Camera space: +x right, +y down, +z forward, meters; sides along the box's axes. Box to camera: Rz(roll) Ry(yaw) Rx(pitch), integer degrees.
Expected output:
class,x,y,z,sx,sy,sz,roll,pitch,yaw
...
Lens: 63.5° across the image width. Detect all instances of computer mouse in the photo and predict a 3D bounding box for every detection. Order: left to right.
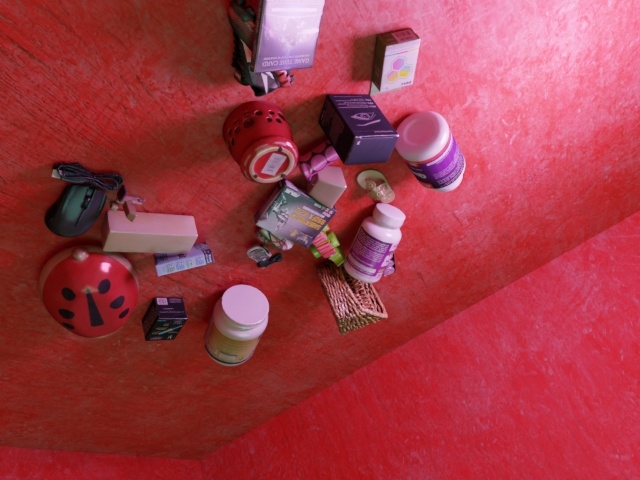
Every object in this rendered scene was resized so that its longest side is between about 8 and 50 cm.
class,x,y,z,sx,sy,sz,roll,pitch,yaw
computer mouse,-0.691,-0.092,1.462,0.189,0.072,0.272,10,133,-43
computer mouse,-0.225,0.051,1.991,0.106,0.042,0.193,-24,153,7

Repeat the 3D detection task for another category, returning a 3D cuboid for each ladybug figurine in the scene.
class,x,y,z,sx,sy,sz,roll,pitch,yaw
ladybug figurine,-0.759,0.188,1.720,0.305,0.161,0.449,-13,145,-17

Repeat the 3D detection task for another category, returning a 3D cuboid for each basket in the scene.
class,x,y,z,sx,sy,sz,roll,pitch,yaw
basket,0.130,0.208,2.203,0.223,0.299,0.213,-20,145,-3

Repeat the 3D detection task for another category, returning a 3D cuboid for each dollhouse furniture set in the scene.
class,x,y,z,sx,sy,sz,roll,pitch,yaw
dollhouse furniture set,-0.552,-0.087,1.524,0.081,0.114,0.091,13,129,-49

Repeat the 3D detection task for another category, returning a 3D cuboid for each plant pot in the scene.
class,x,y,z,sx,sy,sz,roll,pitch,yaw
plant pot,-0.166,-0.270,1.468,0.191,0.174,0.191,-15,144,-12
plant pot,0.011,-0.191,1.759,0.096,0.109,0.109,15,131,-27

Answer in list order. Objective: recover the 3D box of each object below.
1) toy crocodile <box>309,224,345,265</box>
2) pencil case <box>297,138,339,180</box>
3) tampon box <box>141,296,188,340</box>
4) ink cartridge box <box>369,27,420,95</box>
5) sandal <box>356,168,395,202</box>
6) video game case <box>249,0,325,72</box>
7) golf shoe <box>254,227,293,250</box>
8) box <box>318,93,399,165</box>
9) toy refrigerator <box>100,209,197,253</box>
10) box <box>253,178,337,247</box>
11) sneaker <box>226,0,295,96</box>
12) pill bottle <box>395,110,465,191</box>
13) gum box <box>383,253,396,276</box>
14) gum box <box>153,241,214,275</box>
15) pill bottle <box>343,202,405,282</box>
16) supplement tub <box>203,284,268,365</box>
class,x,y,z,sx,sy,sz,roll,pitch,yaw
toy crocodile,0.000,0.000,2.006,0.115,0.105,0.340,-30,146,7
pencil case,0.026,-0.275,1.658,0.209,0.095,0.098,-29,153,2
tampon box,-0.614,0.310,2.037,0.121,0.101,0.161,6,136,-38
ink cartridge box,0.212,-0.497,1.498,0.109,0.062,0.209,-17,146,-14
sandal,0.225,-0.182,1.924,0.088,0.079,0.240,-37,145,16
video game case,-0.066,-0.530,1.193,0.196,0.026,0.274,-23,139,-42
golf shoe,-0.154,-0.016,1.918,0.086,0.067,0.186,-41,143,20
box,0.108,-0.330,1.528,0.153,0.207,0.108,-7,142,-26
toy refrigerator,-0.540,-0.027,1.635,0.270,0.094,0.102,3,141,-33
box,-0.087,-0.092,1.799,0.231,0.056,0.183,26,115,-32
sneaker,-0.170,-0.457,1.271,0.135,0.097,0.276,-30,148,4
pill bottle,0.389,-0.291,1.788,0.182,0.181,0.323,-34,145,13
gum box,0.280,0.069,2.280,0.062,0.107,0.188,-23,147,-4
gum box,-0.465,0.061,1.751,0.185,0.157,0.041,-15,107,-17
pill bottle,0.222,0.008,2.079,0.169,0.169,0.301,2,124,-35
supplement tub,-0.349,0.353,2.154,0.228,0.228,0.316,-4,141,-29
